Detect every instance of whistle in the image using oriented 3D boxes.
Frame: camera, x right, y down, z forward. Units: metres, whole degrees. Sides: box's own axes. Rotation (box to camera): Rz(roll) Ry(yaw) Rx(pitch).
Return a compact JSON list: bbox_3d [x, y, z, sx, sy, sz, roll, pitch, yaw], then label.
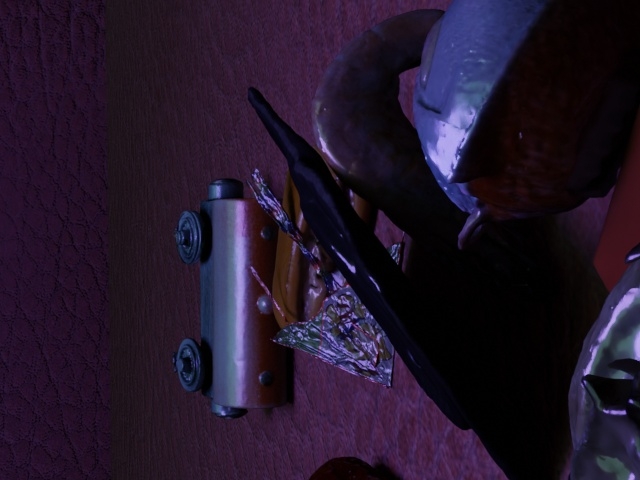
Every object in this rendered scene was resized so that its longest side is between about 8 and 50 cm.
[{"bbox_3d":[0.142,-0.141,0.699,0.134,0.142,0.346,46,125,40],"label":"whistle"}]

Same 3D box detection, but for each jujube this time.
[{"bbox_3d":[0.031,0.235,1.144,0.129,0.077,0.077,-165,75,-67],"label":"jujube"}]

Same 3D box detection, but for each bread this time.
[{"bbox_3d":[0.000,0.000,1.258,0.116,0.077,0.200,-109,24,-66],"label":"bread"}]

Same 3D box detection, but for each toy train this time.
[{"bbox_3d":[-0.094,0.069,1.513,0.177,0.116,0.285,1,90,61],"label":"toy train"}]

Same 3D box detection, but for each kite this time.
[{"bbox_3d":[0.002,0.030,1.189,0.198,0.006,0.244,-44,70,36],"label":"kite"}]

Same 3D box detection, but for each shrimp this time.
[{"bbox_3d":[0.100,-0.060,0.873,0.219,0.152,0.046,46,176,8],"label":"shrimp"}]

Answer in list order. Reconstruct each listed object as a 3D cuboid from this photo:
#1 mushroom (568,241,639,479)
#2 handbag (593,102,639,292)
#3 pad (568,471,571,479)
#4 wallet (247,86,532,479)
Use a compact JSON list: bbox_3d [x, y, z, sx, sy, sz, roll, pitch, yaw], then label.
[{"bbox_3d":[0.183,0.124,0.462,0.164,0.189,0.267,112,140,-57],"label":"mushroom"},{"bbox_3d":[0.195,-0.030,0.623,0.127,0.062,0.190,-107,21,-55],"label":"handbag"},{"bbox_3d":[0.207,0.242,0.655,0.315,0.063,0.375,-148,69,-70],"label":"pad"},{"bbox_3d":[0.047,0.036,0.940,0.247,0.041,0.323,56,-177,-32],"label":"wallet"}]
